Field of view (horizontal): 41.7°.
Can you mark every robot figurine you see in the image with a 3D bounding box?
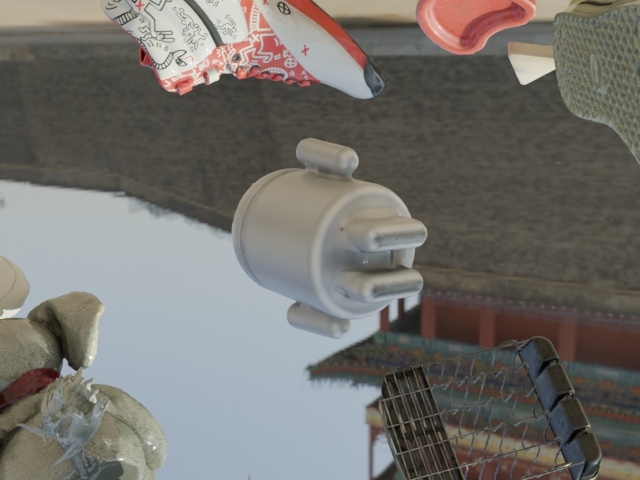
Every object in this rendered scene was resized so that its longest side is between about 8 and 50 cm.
[{"bbox_3d":[0.000,0.000,1.267,0.200,0.299,0.353,-1,-168,-38],"label":"robot figurine"}]

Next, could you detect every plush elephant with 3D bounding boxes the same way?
[{"bbox_3d":[-0.316,0.199,0.901,0.272,0.329,0.255,-15,-136,-35],"label":"plush elephant"}]

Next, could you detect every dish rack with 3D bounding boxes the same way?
[{"bbox_3d":[0.219,0.241,1.112,0.272,0.074,0.208,-12,-124,-9],"label":"dish rack"}]

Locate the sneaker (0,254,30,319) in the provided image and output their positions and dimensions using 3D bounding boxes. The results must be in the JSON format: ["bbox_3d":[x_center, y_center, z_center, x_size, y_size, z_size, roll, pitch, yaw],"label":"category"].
[{"bbox_3d":[-0.479,0.017,0.930,0.305,0.114,0.152,19,150,-13],"label":"sneaker"}]

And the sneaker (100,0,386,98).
[{"bbox_3d":[-0.070,-0.179,0.774,0.270,0.145,0.090,35,-169,-35],"label":"sneaker"}]

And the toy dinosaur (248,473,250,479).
[{"bbox_3d":[-0.194,0.569,1.634,0.212,0.112,0.064,-29,-154,-25],"label":"toy dinosaur"}]

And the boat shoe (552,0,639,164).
[{"bbox_3d":[0.358,-0.157,0.798,0.156,0.186,0.500,-9,-161,3],"label":"boat shoe"}]

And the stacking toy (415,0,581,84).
[{"bbox_3d":[0.298,-0.353,1.113,0.280,0.130,0.309,23,153,-40],"label":"stacking toy"}]
